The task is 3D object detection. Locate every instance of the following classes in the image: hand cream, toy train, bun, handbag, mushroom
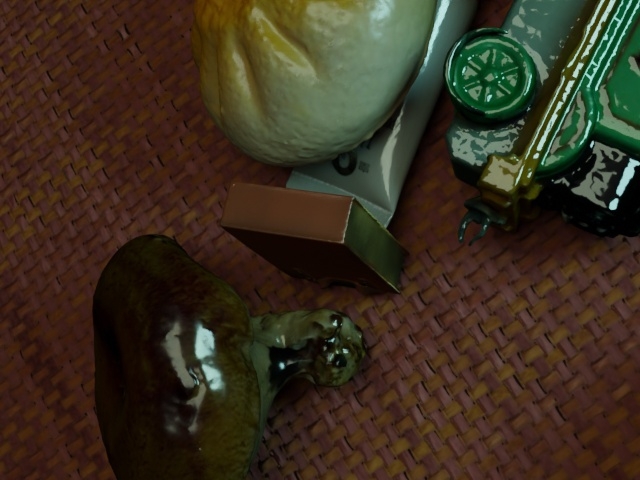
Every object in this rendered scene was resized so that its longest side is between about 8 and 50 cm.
[{"bbox_3d":[0.075,-0.169,1.246,0.139,0.089,0.314,22,89,36],"label":"hand cream"},{"bbox_3d":[0.271,-0.167,1.126,0.249,0.178,0.429,26,84,14],"label":"toy train"},{"bbox_3d":[-0.034,-0.227,1.203,0.299,0.164,0.299,-27,51,40],"label":"bun"},{"bbox_3d":[0.000,0.000,1.158,0.127,0.190,0.063,8,76,23],"label":"handbag"},{"bbox_3d":[-0.121,0.147,1.171,0.267,0.254,0.267,-44,30,34],"label":"mushroom"}]
